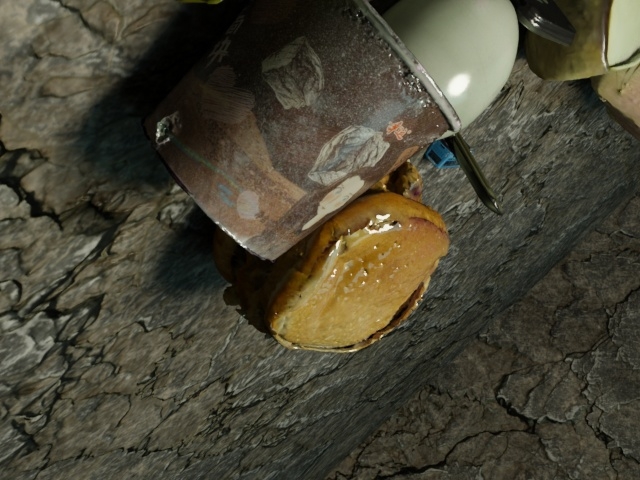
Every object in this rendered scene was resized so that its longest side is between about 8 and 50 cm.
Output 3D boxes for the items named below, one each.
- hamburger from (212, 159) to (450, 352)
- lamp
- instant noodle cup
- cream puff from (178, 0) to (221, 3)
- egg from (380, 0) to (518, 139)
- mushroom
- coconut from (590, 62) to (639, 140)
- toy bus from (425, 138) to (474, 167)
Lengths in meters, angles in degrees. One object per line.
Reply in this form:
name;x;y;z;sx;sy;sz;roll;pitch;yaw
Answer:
hamburger;-0.001;0.009;0.958;0.245;0.211;0.261;-31;150;-16
lamp;0.218;-0.179;1.053;0.124;0.203;0.283;-6;143;-30
instant noodle cup;-0.024;-0.111;0.727;0.207;0.217;0.217;-42;159;8
cream puff;-0.019;-0.236;0.492;0.282;0.185;0.282;-46;170;-10
egg;0.129;-0.196;0.904;0.209;0.151;0.151;-40;158;-17
mushroom;0.396;-0.347;1.180;0.292;0.212;0.218;-16;101;-32
coconut;0.708;-0.311;1.466;0.404;0.404;0.405;-38;157;-19
toy bus;0.200;-0.136;1.295;0.083;0.038;0.046;-10;144;-53
